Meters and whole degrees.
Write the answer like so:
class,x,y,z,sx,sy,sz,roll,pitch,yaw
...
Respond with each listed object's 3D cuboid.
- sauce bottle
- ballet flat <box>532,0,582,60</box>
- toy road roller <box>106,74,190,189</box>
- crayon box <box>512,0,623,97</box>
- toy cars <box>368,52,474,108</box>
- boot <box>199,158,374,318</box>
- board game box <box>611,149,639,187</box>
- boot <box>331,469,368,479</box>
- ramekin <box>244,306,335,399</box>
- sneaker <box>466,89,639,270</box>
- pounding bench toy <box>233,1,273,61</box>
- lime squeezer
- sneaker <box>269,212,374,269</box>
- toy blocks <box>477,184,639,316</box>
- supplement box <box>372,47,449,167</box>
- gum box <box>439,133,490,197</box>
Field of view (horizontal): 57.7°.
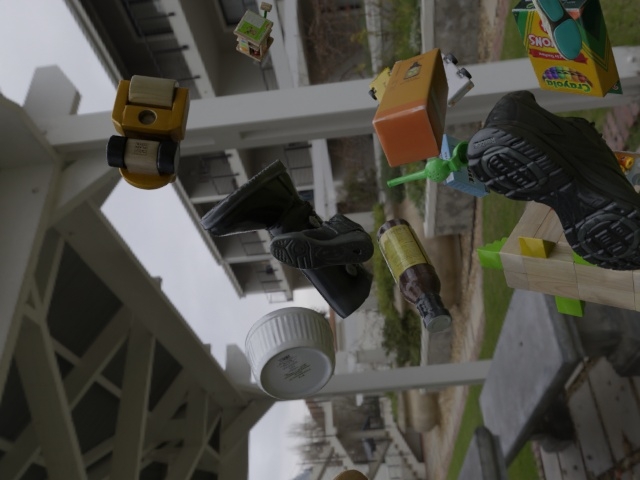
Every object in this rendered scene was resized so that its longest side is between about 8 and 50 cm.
class,x,y,z,sx,sy,sz,roll,pitch,yaw
sauce bottle,0.247,0.088,1.530,0.344,0.111,0.111,-108,6,-45
ballet flat,0.488,-0.451,1.196,0.168,0.057,0.052,56,-167,-17
toy road roller,-0.517,-0.313,1.781,0.240,0.202,0.329,111,164,-71
crayon box,0.649,-0.490,1.514,0.202,0.081,0.318,30,164,53
toy cars,0.280,-0.414,1.606,0.087,0.394,0.176,34,-107,-35
boot,-0.064,0.032,1.513,0.445,0.146,0.367,54,-143,-9
board game box,0.857,-0.019,1.479,0.050,0.390,0.390,-110,25,-73
boot,-0.037,0.507,0.912,0.295,0.104,0.211,-58,7,-35
ramekin,-0.063,0.262,1.302,0.109,0.207,0.207,-110,9,-55
sneaker,0.309,-0.074,0.677,0.109,0.286,0.130,-36,21,56
pounding bench toy,-0.111,-0.377,1.044,0.083,0.052,0.065,-61,-3,-11
lime squeezer,0.296,-0.182,1.310,0.059,0.310,0.110,58,-166,-5
sneaker,0.000,0.000,1.311,0.130,0.228,0.087,-96,2,-65
toy blocks,0.543,-0.006,1.127,0.261,0.381,0.190,-48,-51,-30
supplement box,0.139,-0.200,0.844,0.080,0.078,0.233,62,-151,-30
gum box,0.440,-0.227,1.782,0.184,0.041,0.157,13,-118,-39
